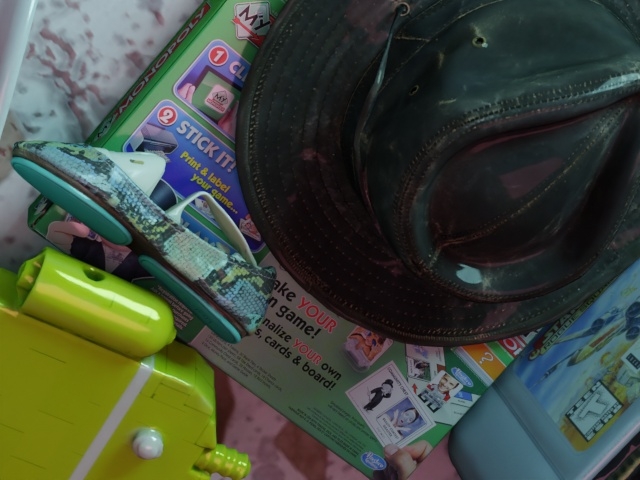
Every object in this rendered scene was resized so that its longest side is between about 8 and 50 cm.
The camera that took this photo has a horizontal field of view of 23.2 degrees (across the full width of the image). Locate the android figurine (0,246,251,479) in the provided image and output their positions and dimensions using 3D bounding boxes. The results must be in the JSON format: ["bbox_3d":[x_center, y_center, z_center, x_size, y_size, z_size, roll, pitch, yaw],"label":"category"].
[{"bbox_3d":[-0.180,0.117,0.996,0.273,0.056,0.248,27,116,-17],"label":"android figurine"}]

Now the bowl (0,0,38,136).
[{"bbox_3d":[-0.236,-0.096,0.798,0.134,0.298,0.298,15,105,-19],"label":"bowl"}]

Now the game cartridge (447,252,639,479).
[{"bbox_3d":[0.207,0.072,1.008,0.062,0.198,0.297,41,96,-22],"label":"game cartridge"}]

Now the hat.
[{"bbox_3d":[0.118,-0.062,0.925,0.331,0.134,0.331,-4,111,-10],"label":"hat"}]

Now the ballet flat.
[{"bbox_3d":[-0.101,-0.015,0.944,0.070,0.070,0.188,-46,113,5],"label":"ballet flat"}]

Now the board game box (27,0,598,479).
[{"bbox_3d":[0.000,0.000,1.021,0.317,0.046,0.213,39,96,-21],"label":"board game box"}]
